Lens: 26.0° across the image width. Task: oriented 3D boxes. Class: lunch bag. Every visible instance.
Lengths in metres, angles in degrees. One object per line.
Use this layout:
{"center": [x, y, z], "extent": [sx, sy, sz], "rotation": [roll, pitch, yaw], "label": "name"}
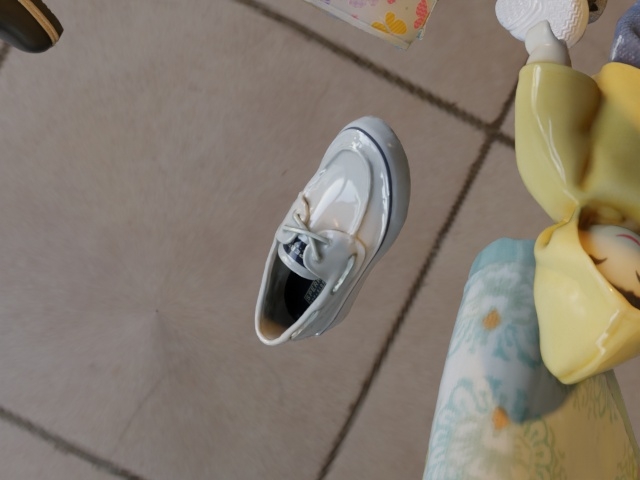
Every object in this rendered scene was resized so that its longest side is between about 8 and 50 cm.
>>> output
{"center": [0.022, -0.138, 0.667], "extent": [0.083, 0.053, 0.071], "rotation": [25, 104, -4], "label": "lunch bag"}

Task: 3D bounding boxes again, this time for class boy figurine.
{"center": [0.179, -0.052, 0.759], "extent": [0.177, 0.092, 0.285], "rotation": [36, 59, -4], "label": "boy figurine"}

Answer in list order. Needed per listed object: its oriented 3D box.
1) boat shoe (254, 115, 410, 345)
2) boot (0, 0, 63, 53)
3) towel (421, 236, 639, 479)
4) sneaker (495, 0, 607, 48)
{"center": [0.000, 0.000, 1.288], "extent": [0.088, 0.267, 0.096], "rotation": [-27, 66, -39], "label": "boat shoe"}
{"center": [-0.320, -0.171, 1.120], "extent": [0.198, 0.077, 0.137], "rotation": [30, 67, -25], "label": "boot"}
{"center": [0.169, 0.232, 0.961], "extent": [0.090, 0.320, 0.374], "rotation": [-12, 129, 25], "label": "towel"}
{"center": [0.262, -0.269, 1.507], "extent": [0.153, 0.268, 0.101], "rotation": [22, 117, -28], "label": "sneaker"}
